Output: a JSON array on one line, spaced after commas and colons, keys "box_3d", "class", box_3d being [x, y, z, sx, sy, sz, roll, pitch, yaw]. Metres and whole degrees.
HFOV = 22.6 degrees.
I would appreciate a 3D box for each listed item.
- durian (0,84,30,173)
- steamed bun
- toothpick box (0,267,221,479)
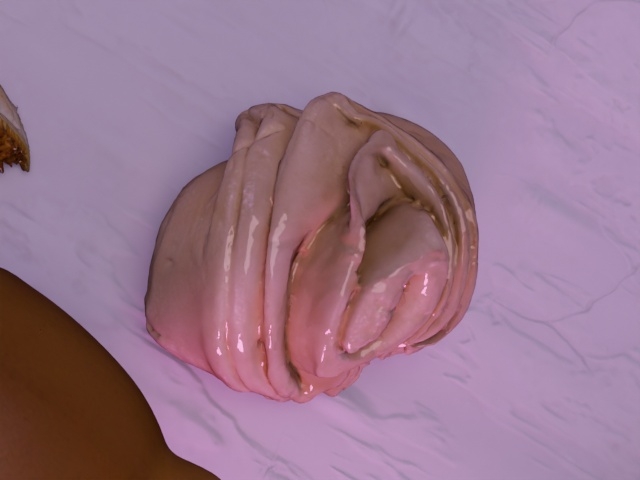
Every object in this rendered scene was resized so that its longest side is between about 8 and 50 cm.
[{"box_3d": [-0.360, -0.151, 1.413, 0.252, 0.144, 0.139, 54, 36, 5], "class": "durian"}, {"box_3d": [-0.001, 0.003, 1.410, 0.289, 0.203, 0.276, 7, 80, -12], "class": "steamed bun"}, {"box_3d": [-0.319, 0.211, 1.190, 0.425, 0.409, 0.409, 30, 76, -14], "class": "toothpick box"}]
